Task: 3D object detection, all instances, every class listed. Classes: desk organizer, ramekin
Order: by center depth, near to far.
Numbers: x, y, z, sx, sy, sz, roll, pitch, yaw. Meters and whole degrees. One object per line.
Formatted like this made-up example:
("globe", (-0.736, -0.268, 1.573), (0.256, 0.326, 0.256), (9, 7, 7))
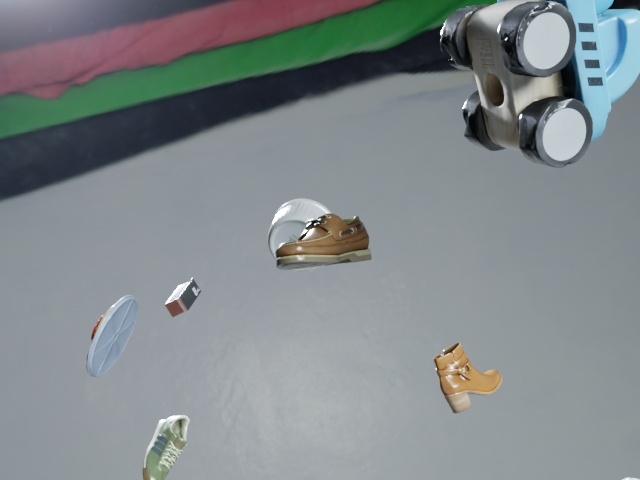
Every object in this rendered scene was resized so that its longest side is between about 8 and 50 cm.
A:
("desk organizer", (-0.378, 0.158, 1.966), (0.050, 0.047, 0.130), (-25, 15, 16))
("ramekin", (-0.055, -0.007, 2.061), (0.207, 0.207, 0.109), (-23, 18, 21))

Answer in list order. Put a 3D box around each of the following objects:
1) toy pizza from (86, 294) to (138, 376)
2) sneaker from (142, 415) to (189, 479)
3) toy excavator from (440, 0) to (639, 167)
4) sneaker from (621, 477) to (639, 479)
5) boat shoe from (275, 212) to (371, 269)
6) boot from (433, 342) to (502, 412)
("toy pizza", (-0.483, 0.215, 1.636), (0.032, 0.201, 0.201), (22, -9, 7))
("sneaker", (-0.367, 0.501, 1.728), (0.086, 0.192, 0.064), (-26, -59, 23))
("toy excavator", (0.434, -0.383, 1.148), (0.445, 0.433, 0.222), (-24, 22, -14))
("sneaker", (0.741, 0.601, 1.564), (0.086, 0.085, 0.237), (10, 15, -6))
("boat shoe", (0.000, 0.000, 1.449), (0.110, 0.105, 0.307), (-8, -2, 27))
("boot", (0.377, 0.329, 1.818), (0.197, 0.152, 0.073), (-23, 2, -38))
